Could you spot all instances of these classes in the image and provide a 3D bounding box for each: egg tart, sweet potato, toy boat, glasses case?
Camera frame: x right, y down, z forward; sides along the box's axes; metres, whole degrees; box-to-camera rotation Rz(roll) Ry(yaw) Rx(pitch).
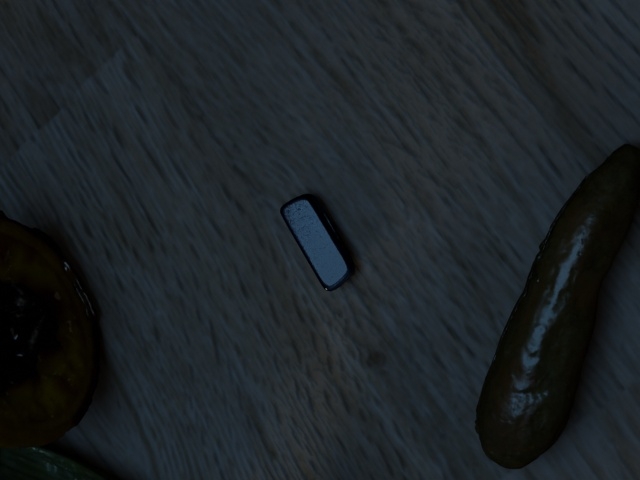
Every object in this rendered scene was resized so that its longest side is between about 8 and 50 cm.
[{"bbox_3d":[-0.311,0.090,1.577,0.170,0.215,0.215,-21,85,37],"label":"egg tart"},{"bbox_3d":[0.182,0.054,1.377,0.075,0.075,0.273,24,106,24],"label":"sweet potato"},{"bbox_3d":[-0.237,0.238,1.631,0.293,0.055,0.093,19,103,26],"label":"toy boat"},{"bbox_3d":[0.000,0.000,1.496,0.033,0.023,0.083,-33,81,18],"label":"glasses case"}]
